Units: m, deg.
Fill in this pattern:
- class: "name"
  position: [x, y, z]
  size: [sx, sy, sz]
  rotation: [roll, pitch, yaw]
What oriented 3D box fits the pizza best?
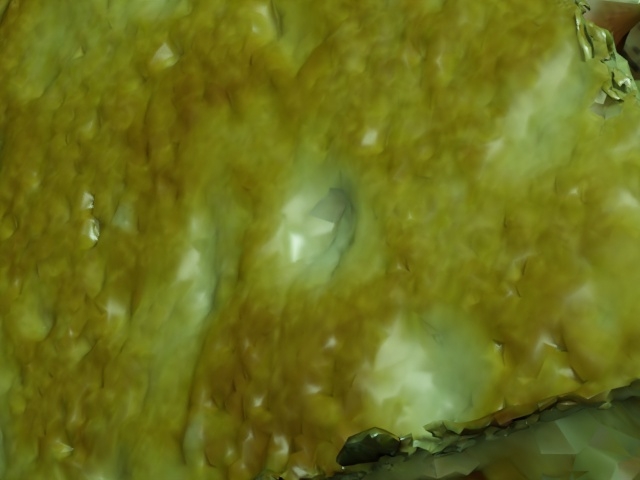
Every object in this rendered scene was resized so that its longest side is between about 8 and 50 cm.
- class: "pizza"
  position: [0.000, 0.000, 0.583]
  size: [0.406, 0.130, 0.440]
  rotation: [22, 91, 44]
